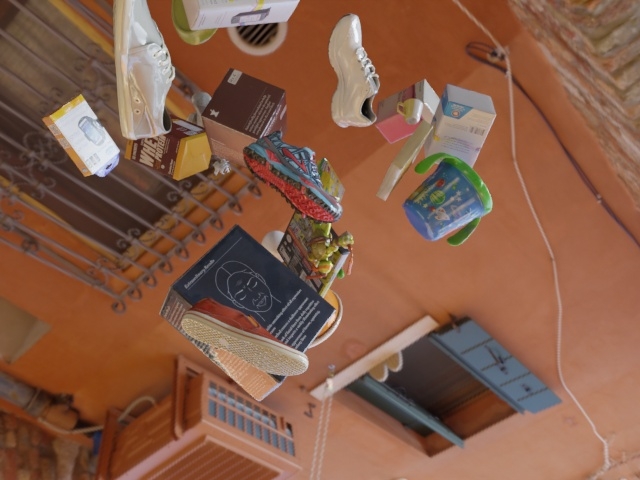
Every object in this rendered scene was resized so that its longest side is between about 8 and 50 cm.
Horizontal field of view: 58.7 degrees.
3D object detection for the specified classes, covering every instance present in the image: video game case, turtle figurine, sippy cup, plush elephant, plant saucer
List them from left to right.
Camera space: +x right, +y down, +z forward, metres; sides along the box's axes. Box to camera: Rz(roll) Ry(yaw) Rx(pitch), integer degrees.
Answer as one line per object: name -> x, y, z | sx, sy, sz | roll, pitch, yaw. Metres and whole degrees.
plant saucer -> -0.392, -0.738, 1.775 | 0.240, 0.037, 0.241 | 1, -88, 36
plush elephant -> -0.380, -0.451, 2.163 | 0.256, 0.271, 0.330 | -113, -149, -42
video game case -> -0.032, 0.034, 1.879 | 0.275, 0.035, 0.248 | 55, -47, 34
turtle figurine -> 0.000, 0.000, 1.525 | 0.269, 0.087, 0.218 | 147, -57, -61
sippy cup -> 0.403, -0.122, 1.878 | 0.224, 0.306, 0.240 | -36, 179, -7

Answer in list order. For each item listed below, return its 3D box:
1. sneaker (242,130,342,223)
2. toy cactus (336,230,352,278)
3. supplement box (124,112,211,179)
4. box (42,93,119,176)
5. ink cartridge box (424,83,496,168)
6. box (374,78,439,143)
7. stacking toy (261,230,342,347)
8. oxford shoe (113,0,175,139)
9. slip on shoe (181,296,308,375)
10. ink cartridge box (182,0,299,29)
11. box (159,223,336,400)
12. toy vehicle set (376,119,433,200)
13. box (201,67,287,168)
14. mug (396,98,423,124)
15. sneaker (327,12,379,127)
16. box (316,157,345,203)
sneaker -> -0.040, -0.148, 1.225 | 0.125, 0.261, 0.104 | -44, 167, -24
toy cactus -> 0.038, 0.033, 2.074 | 0.180, 0.112, 0.219 | -46, -135, 9
supplement box -> -0.469, -0.301, 1.789 | 0.191, 0.194, 0.129 | -45, 156, -64
box -> -0.420, -0.181, 1.016 | 0.028, 0.136, 0.081 | -4, -143, 33
ink cartridge box -> 0.482, -0.393, 1.998 | 0.168, 0.171, 0.233 | -78, -175, -54
box -> 0.352, -0.522, 2.307 | 0.232, 0.127, 0.149 | -21, -136, 34
stacking toy -> -0.132, 0.160, 2.209 | 0.350, 0.480, 0.351 | -12, -144, 9
oxford shoe -> -0.394, -0.412, 1.276 | 0.450, 0.129, 0.169 | 105, -19, -49
slip on shoe -> -0.178, 0.235, 1.413 | 0.123, 0.331, 0.101 | 111, 4, -46
ink cartridge box -> -0.242, -0.741, 1.614 | 0.306, 0.226, 0.131 | -16, 179, -23
box -> -0.211, 0.208, 1.648 | 0.293, 0.395, 0.212 | -48, 179, -37
toy vehicle set -> 0.247, -0.232, 1.702 | 0.166, 0.035, 0.267 | -53, 174, -14
box -> -0.198, -0.314, 1.531 | 0.203, 0.166, 0.169 | 98, 17, -71
mug -> 0.275, -0.392, 1.752 | 0.078, 0.062, 0.064 | 2, -119, 13
sneaker -> 0.099, -0.441, 1.498 | 0.129, 0.297, 0.111 | 20, -141, 38
box -> 0.015, -0.166, 1.755 | 0.043, 0.179, 0.105 | 9, -116, 26
